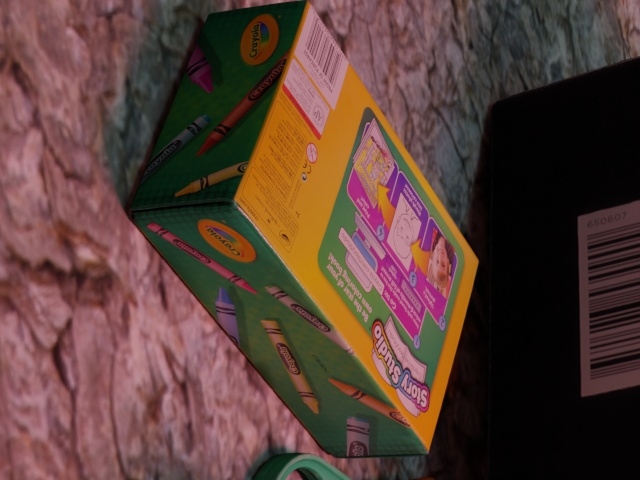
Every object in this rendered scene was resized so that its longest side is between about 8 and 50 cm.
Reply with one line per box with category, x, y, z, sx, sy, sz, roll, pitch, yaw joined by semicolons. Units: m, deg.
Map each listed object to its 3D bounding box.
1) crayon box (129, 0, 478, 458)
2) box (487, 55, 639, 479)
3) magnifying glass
crayon box;0.000;0.000;1.256;0.278;0.081;0.165;54;42;-41
box;0.357;0.163;1.563;0.472;0.297;0.480;47;37;-44
magnifying glass;0.020;0.186;1.315;0.231;0.026;0.092;2;83;-60
